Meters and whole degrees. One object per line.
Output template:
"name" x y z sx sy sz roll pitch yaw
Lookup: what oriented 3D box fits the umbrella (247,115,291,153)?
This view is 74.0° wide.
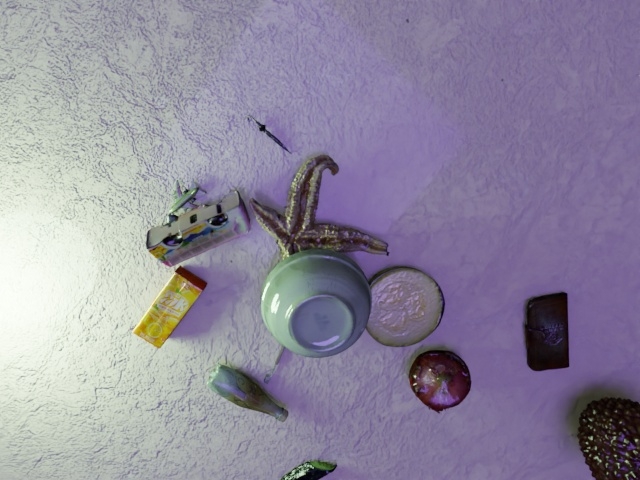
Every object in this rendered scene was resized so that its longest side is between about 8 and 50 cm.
"umbrella" -0.133 -0.281 1.128 0.149 0.022 0.022 36 142 -12

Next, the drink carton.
"drink carton" -0.427 0.189 1.207 0.096 0.071 0.223 36 99 -11

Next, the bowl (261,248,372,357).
"bowl" -0.006 0.185 1.130 0.307 0.163 0.307 -2 109 -5

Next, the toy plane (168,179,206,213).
"toy plane" -0.365 -0.111 1.147 0.111 0.040 0.102 -39 102 8

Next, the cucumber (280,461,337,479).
"cucumber" -0.052 0.776 1.399 0.220 0.046 0.070 -33 96 6

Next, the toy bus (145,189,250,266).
"toy bus" -0.320 -0.031 1.137 0.274 0.090 0.112 -23 134 4

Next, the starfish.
"starfish" 0.000 0.000 1.177 0.324 0.082 0.432 -28 109 2

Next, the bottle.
"bottle" -0.213 0.471 1.286 0.270 0.083 0.083 36 100 -12

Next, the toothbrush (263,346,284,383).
"toothbrush" -0.129 0.358 1.297 0.017 0.014 0.194 25 102 -9

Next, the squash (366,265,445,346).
"squash" 0.243 0.194 1.263 0.252 0.049 0.252 -1 103 -4

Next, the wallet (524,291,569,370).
"wallet" 0.703 0.291 1.319 0.137 0.031 0.255 -11 105 -1

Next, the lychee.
"lychee" 0.948 0.636 1.278 0.330 0.306 0.306 42 99 -3

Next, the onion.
"onion" 0.359 0.423 1.283 0.184 0.184 0.147 -21 147 2
